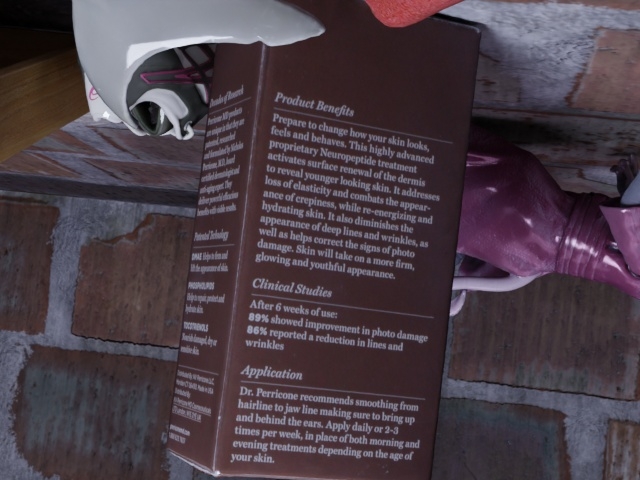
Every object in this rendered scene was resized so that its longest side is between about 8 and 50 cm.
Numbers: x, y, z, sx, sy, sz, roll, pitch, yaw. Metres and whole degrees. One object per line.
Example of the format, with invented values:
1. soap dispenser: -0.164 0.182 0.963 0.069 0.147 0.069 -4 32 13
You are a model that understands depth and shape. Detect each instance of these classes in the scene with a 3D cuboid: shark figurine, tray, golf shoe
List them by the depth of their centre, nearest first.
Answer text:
1. shark figurine: -0.090 -0.183 0.472 0.116 0.278 0.166 -32 132 9
2. tray: -0.324 -0.123 0.965 0.203 0.076 0.411 6 -166 3
3. golf shoe: -0.131 -0.141 1.040 0.105 0.120 0.273 2 175 25

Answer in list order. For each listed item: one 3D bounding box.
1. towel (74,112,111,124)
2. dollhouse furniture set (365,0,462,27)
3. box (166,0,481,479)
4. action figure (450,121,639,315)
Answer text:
1. towel: -0.377 -0.177 1.336 0.282 0.049 0.187 6 176 -1
2. dollhouse furniture set: -0.074 -0.160 0.285 0.374 0.201 0.152 8 175 -13
3. box: 0.000 0.000 0.964 0.191 0.381 0.143 9 177 -24
4. action figure: 0.292 -0.002 1.338 0.370 0.276 0.248 19 174 22
